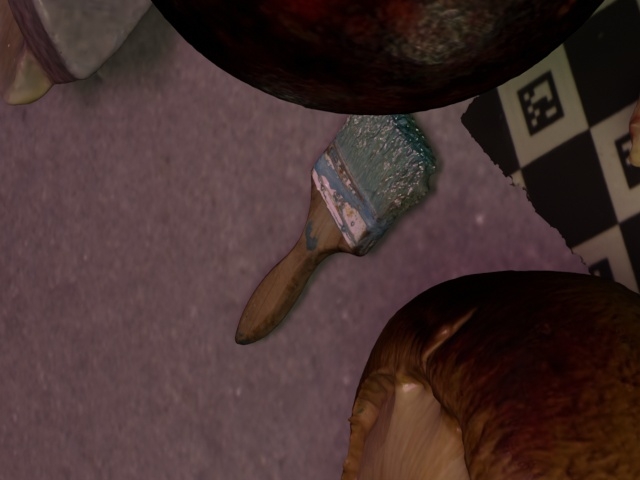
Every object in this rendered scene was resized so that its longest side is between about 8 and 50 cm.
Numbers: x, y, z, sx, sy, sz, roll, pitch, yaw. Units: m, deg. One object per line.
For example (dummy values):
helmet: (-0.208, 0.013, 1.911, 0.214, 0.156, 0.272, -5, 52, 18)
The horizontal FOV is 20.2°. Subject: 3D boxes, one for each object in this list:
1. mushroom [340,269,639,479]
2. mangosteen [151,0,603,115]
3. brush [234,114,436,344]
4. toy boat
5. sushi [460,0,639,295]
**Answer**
mushroom: (0.092, 0.151, 0.757, 0.297, 0.163, 0.278, -151, 73, -73)
mangosteen: (0.013, -0.191, 0.790, 0.288, 0.288, 0.288, -1, 89, 50)
brush: (0.000, 0.000, 1.009, 0.196, 0.021, 0.070, -53, 53, 38)
toy boat: (-0.178, -0.226, 1.172, 0.293, 0.111, 0.276, 1, 91, 62)
sushi: (0.179, -0.080, 0.771, 0.264, 0.050, 0.290, 55, 129, 35)
